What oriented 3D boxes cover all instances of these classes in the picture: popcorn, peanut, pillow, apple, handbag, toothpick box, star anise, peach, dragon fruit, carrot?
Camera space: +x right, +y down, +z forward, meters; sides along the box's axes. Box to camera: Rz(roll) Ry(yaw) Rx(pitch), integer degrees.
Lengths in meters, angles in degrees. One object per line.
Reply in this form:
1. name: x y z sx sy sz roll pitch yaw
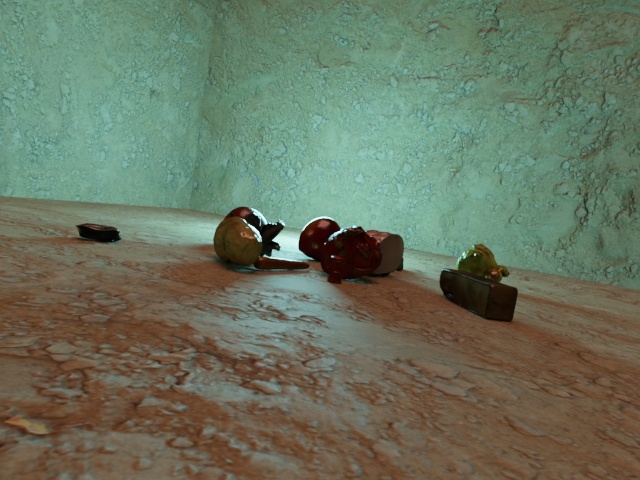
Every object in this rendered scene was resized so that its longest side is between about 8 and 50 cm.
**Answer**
1. popcorn: 0.667 0.121 2.014 0.195 0.168 0.173 53 13 24
2. peanut: -0.267 0.009 1.549 0.147 0.148 0.319 7 10 -23
3. pillow: -0.733 -0.026 1.596 0.135 0.055 0.091 9 2 -14
4. apple: -0.329 -0.056 2.072 0.180 0.181 0.168 14 -16 49
5. handbag: 0.214 0.046 1.828 0.205 0.180 0.116 -5 21 -46
6. toothpick box: 0.049 0.089 1.503 0.047 0.084 0.047 9 6 -1
7. star anise: -0.233 -0.025 1.768 0.198 0.111 0.257 33 -38 -14
8. peach: 0.000 0.000 2.019 0.197 0.198 0.197 9 4 -1
9. dragon fruit: 0.098 0.014 1.639 0.218 0.148 0.223 18 40 42
10. carrot: -0.125 0.079 1.590 0.043 0.043 0.247 13 4 42

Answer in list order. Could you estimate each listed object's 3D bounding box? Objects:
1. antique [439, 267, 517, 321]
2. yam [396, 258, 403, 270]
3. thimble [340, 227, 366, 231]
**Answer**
1. antique: 0.458 0.153 1.440 0.087 0.094 0.310 8 5 -13
2. yam: 0.329 0.091 2.154 0.068 0.069 0.169 8 5 -9
3. thimble: 0.152 0.021 2.172 0.237 0.150 0.237 8 4 0
